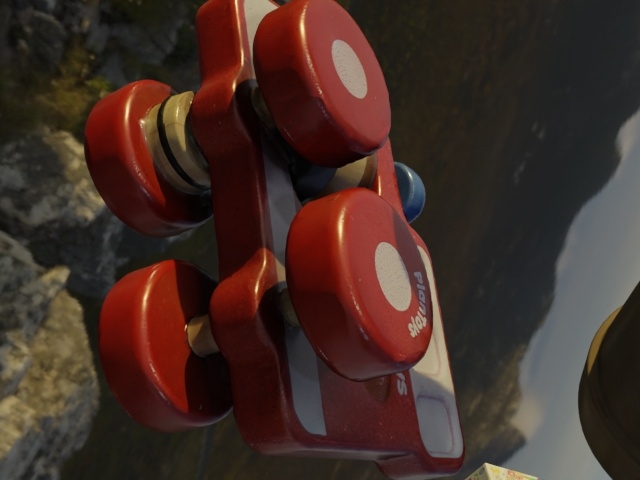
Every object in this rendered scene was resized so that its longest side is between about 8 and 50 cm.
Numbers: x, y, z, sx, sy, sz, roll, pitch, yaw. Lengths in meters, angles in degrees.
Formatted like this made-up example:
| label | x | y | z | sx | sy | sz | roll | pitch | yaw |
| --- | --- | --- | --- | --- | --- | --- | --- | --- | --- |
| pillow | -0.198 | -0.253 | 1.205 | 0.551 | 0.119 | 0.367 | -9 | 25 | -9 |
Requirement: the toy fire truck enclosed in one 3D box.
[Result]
| label | x | y | z | sx | sy | sz | roll | pitch | yaw |
| --- | --- | --- | --- | --- | --- | --- | --- | --- | --- |
| toy fire truck | 0.000 | 0.000 | 0.601 | 0.254 | 0.169 | 0.302 | 24 | 52 | -54 |

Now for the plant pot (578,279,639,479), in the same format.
| label | x | y | z | sx | sy | sz | roll | pitch | yaw |
| --- | --- | --- | --- | --- | --- | --- | --- | --- | --- |
| plant pot | 0.442 | 0.099 | 0.940 | 0.323 | 0.323 | 0.280 | -55 | 150 | -40 |

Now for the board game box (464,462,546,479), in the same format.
| label | x | y | z | sx | sy | sz | roll | pitch | yaw |
| --- | --- | --- | --- | --- | --- | --- | --- | --- | --- |
| board game box | 0.212 | 0.305 | 1.047 | 0.103 | 0.154 | 0.026 | -50 | -146 | 30 |
